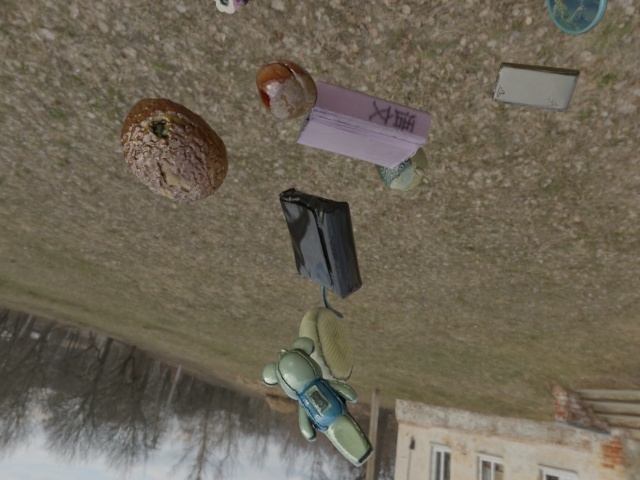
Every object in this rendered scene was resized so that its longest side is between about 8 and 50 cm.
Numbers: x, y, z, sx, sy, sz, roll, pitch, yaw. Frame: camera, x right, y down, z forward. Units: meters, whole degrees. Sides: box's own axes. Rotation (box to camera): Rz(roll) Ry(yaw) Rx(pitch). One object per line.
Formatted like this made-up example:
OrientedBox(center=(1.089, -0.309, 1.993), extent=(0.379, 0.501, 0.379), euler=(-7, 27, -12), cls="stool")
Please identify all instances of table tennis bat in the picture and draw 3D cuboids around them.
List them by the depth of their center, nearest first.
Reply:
OrientedBox(center=(0.525, -0.539, 0.841), extent=(0.038, 0.149, 0.237), euler=(-26, 138, -3), cls="table tennis bat")

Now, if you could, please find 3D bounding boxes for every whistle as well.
OrientedBox(center=(0.000, 0.271, 0.703), extent=(0.235, 0.114, 0.077), euler=(42, 162, 33), cls="whistle")

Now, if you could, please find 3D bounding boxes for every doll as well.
OrientedBox(center=(0.332, -0.384, 1.763), extent=(0.247, 0.349, 0.247), euler=(-20, 158, -8), cls="doll")

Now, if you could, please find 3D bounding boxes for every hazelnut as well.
OrientedBox(center=(-0.085, -0.375, 1.029), extent=(0.154, 0.143, 0.143), euler=(-4, 171, -39), cls="hazelnut")

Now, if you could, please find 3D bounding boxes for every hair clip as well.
OrientedBox(center=(0.028, 0.228, 1.550), extent=(0.070, 0.039, 0.229), euler=(-21, 130, -2), cls="hair clip")

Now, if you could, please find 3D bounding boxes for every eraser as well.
OrientedBox(center=(0.123, -0.356, 1.316), extent=(0.359, 0.122, 0.272), euler=(14, 172, -10), cls="eraser")

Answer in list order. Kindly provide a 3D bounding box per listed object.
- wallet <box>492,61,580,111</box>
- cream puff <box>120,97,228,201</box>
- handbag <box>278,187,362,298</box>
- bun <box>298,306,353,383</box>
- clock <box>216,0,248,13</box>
OrientedBox(center=(0.583, -0.421, 1.136), extent=(0.198, 0.110, 0.031), euler=(21, -157, 28), cls="wallet")
OrientedBox(center=(-0.394, -0.221, 1.115), extent=(0.303, 0.212, 0.303), euler=(22, 161, 8), cls="cream puff")
OrientedBox(center=(0.000, 0.000, 0.990), extent=(0.223, 0.080, 0.247), euler=(25, 133, 52), cls="handbag")
OrientedBox(center=(0.003, 0.375, 1.448), extent=(0.146, 0.287, 0.287), euler=(-22, 146, 22), cls="bun")
OrientedBox(center=(-0.304, -0.908, 1.430), extent=(0.100, 0.195, 0.194), euler=(-6, 127, 47), cls="clock")
